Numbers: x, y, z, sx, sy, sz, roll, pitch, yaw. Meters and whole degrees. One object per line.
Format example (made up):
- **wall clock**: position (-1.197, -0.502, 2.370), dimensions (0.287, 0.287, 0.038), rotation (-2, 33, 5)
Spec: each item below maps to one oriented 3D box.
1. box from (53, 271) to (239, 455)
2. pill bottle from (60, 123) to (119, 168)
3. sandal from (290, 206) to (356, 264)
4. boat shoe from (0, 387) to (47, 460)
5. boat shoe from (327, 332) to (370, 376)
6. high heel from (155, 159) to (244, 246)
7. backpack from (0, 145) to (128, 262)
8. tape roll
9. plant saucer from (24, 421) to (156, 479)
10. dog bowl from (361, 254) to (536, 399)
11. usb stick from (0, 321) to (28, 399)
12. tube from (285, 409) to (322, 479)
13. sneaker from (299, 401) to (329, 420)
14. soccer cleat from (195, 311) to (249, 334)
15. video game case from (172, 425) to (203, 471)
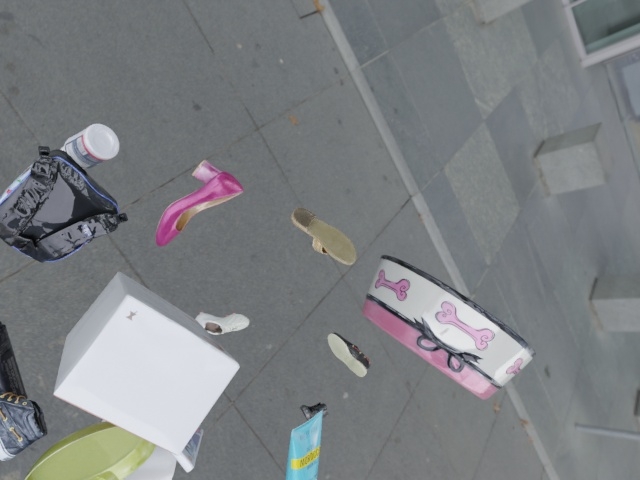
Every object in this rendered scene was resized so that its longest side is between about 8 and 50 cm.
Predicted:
- **box**: position (-0.324, 0.199, 0.811), dimensions (0.215, 0.345, 0.168), rotation (40, 75, -22)
- **pill bottle**: position (-0.713, -0.279, 1.353), dimensions (0.108, 0.180, 0.108), rotation (23, 62, -52)
- **sandal**: position (0.004, -0.004, 1.365), dimensions (0.240, 0.079, 0.088), rotation (39, 59, -2)
- **boat shoe**: position (-0.600, 0.318, 0.854), dimensions (0.083, 0.065, 0.183), rotation (-30, 78, -17)
- **boat shoe**: position (0.072, 0.283, 1.119), dimensions (0.133, 0.049, 0.042), rotation (45, 35, 6)
- **high heel**: position (-0.290, -0.064, 1.053), dimensions (0.117, 0.082, 0.244), rotation (36, 92, 3)
- **backpack**: position (-0.724, -0.086, 1.199), dimensions (0.263, 0.213, 0.276), rotation (-44, 120, -10)
- **tape roll**: position (-0.569, 0.650, 1.340), dimensions (0.169, 0.246, 0.246), rotation (19, 70, -40)
- **plant saucer**: position (-0.445, 0.426, 0.864), dimensions (0.241, 0.241, 0.037), rotation (0, 38, -43)
- **dog bowl**: position (0.272, 0.208, 1.039), dimensions (0.408, 0.408, 0.150), rotation (37, 85, -32)
- **usb stick**: position (-0.702, 0.317, 0.985), dimensions (0.077, 0.045, 0.278), rotation (-92, 179, -73)
- **tube**: position (-0.031, 0.383, 0.708), dimensions (0.080, 0.052, 0.207), rotation (-6, 103, -61)
- **sneaker**: position (-0.017, 0.615, 1.601), dimensions (0.089, 0.051, 0.170), rotation (-32, 141, -15)
- **soccer cleat**: position (-0.313, 0.275, 1.433), dimensions (0.196, 0.076, 0.068), rotation (13, 110, -40)
- **video game case**: position (-0.355, 0.436, 1.067), dimensions (0.023, 0.201, 0.183), rotation (-37, 95, -8)
